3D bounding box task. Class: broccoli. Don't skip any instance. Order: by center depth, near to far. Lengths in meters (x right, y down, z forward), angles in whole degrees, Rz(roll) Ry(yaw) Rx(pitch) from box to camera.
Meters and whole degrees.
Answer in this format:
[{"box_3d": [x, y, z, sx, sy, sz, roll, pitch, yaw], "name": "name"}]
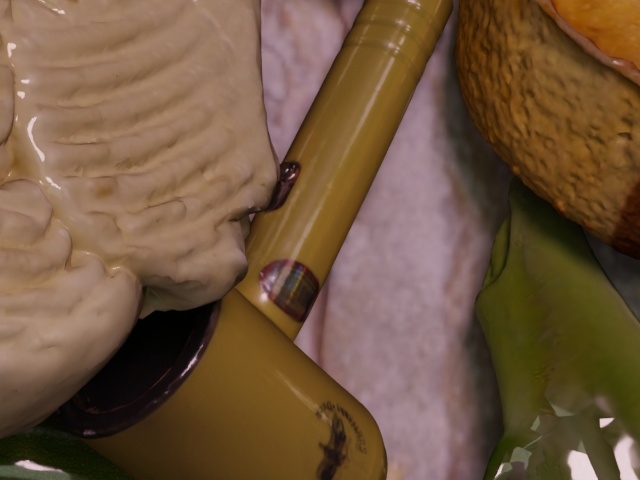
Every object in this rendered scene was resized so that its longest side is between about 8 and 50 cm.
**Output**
[{"box_3d": [0.123, 0.164, 0.837, 0.254, 0.186, 0.302, -36, 59, -28], "name": "broccoli"}]

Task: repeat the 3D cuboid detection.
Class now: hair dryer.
[{"box_3d": [0.000, 0.000, 0.862, 0.135, 0.090, 0.278, 42, 63, -34], "name": "hair dryer"}]

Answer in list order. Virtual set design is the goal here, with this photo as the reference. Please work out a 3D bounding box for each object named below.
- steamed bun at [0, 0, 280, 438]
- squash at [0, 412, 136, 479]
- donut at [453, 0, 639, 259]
[{"box_3d": [-0.166, -0.051, 0.747, 0.276, 0.203, 0.289, 33, 49, -32], "name": "steamed bun"}, {"box_3d": [-0.196, 0.092, 0.839, 0.252, 0.066, 0.066, 12, 83, -5], "name": "squash"}, {"box_3d": [0.173, -0.045, 0.853, 0.295, 0.112, 0.151, 27, 39, 1], "name": "donut"}]
